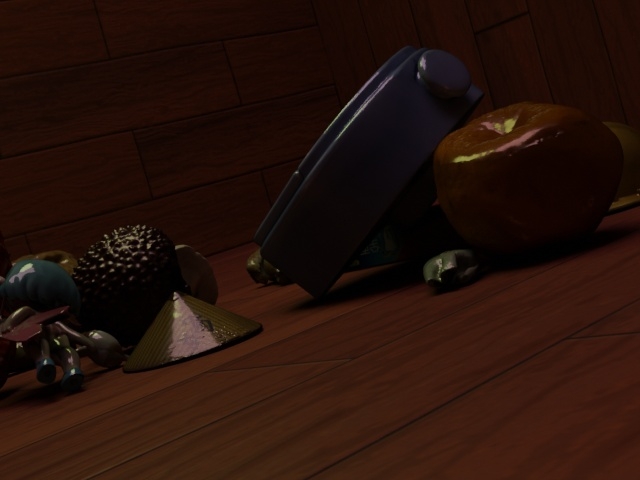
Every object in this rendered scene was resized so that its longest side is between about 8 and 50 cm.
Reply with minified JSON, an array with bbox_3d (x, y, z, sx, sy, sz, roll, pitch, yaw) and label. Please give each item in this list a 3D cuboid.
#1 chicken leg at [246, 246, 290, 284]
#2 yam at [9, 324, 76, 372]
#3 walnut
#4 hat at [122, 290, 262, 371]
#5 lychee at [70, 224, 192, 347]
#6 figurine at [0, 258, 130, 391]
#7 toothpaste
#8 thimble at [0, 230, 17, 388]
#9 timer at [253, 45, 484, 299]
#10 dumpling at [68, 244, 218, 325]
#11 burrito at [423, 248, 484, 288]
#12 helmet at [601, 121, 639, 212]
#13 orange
[{"bbox_3d":[-0.083,0.036,2.109,0.125,0.080,0.196,-49,11,22],"label":"chicken leg"},{"bbox_3d":[-0.525,0.196,1.831,0.253,0.061,0.061,-17,3,-23],"label":"yam"},{"bbox_3d":[-0.565,0.114,2.312,0.198,0.198,0.245,-14,-6,29],"label":"walnut"},{"bbox_3d":[-0.177,0.105,1.478,0.193,0.082,0.193,-15,4,1],"label":"hat"},{"bbox_3d":[-0.284,0.069,1.668,0.188,0.188,0.188,-16,3,1],"label":"lychee"},{"bbox_3d":[-0.343,0.112,1.494,0.205,0.102,0.260,10,20,-27],"label":"figurine"},{"bbox_3d":[0.159,-0.012,1.849,0.320,0.076,0.066,-14,4,43],"label":"toothpaste"},{"bbox_3d":[-0.576,0.092,1.533,0.231,0.350,0.350,-13,4,13],"label":"thimble"},{"bbox_3d":[0.099,-0.111,1.629,0.395,0.173,0.395,-50,-5,-5],"label":"timer"},{"bbox_3d":[-0.292,0.082,1.824,0.250,0.162,0.132,-10,40,-12],"label":"dumpling"},{"bbox_3d":[0.161,0.034,1.376,0.074,0.044,0.118,-12,0,10],"label":"burrito"},{"bbox_3d":[0.421,-0.111,1.743,0.257,0.140,0.205,-15,2,-27],"label":"helmet"},{"bbox_3d":[0.272,-0.073,1.432,0.249,0.183,0.249,-21,17,7],"label":"orange"}]
